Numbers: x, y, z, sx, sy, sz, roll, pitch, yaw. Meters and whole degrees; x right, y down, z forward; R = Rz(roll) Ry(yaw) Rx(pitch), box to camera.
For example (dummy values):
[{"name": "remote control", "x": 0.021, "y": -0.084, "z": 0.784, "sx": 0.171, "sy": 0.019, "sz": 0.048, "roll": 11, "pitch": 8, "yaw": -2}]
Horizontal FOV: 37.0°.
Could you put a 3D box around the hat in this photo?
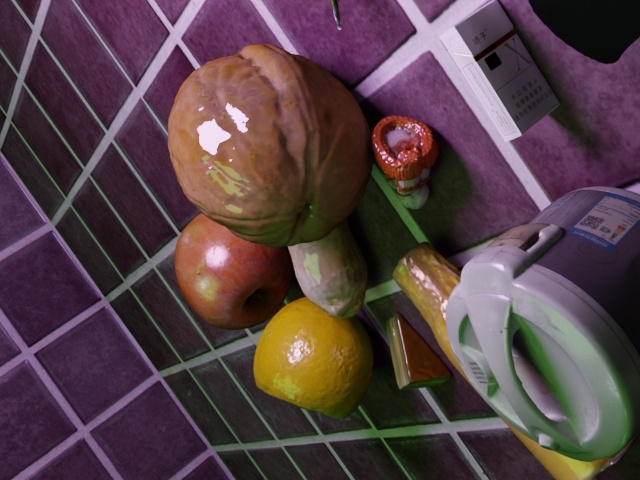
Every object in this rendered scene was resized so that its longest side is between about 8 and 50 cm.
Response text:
[{"name": "hat", "x": 0.128, "y": -0.102, "z": 1.430, "sx": 0.162, "sy": 0.094, "sz": 0.112, "roll": 83, "pitch": 168, "yaw": -53}]

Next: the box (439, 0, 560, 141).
[{"name": "box", "x": 0.219, "y": -0.207, "z": 1.165, "sx": 0.154, "sy": 0.084, "sz": 0.040, "roll": 57, "pitch": 154, "yaw": -7}]

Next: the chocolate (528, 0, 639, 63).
[{"name": "chocolate", "x": 0.303, "y": -0.255, "z": 0.988, "sx": 0.149, "sy": 0.080, "sz": 0.125, "roll": 4, "pitch": 137, "yaw": 48}]

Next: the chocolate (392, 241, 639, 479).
[{"name": "chocolate", "x": 0.291, "y": 0.173, "z": 1.455, "sx": 0.445, "sy": 0.162, "sz": 0.162, "roll": 47, "pitch": 152, "yaw": 21}]

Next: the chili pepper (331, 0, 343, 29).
[{"name": "chili pepper", "x": 0.017, "y": -0.425, "z": 1.251, "sx": 0.122, "sy": 0.065, "sz": 0.278, "roll": 43, "pitch": 147, "yaw": 27}]

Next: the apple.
[{"name": "apple", "x": -0.181, "y": 0.053, "z": 1.951, "sx": 0.253, "sy": 0.254, "sz": 0.253, "roll": 38, "pitch": 149, "yaw": 28}]

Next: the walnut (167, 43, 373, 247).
[{"name": "walnut", "x": -0.079, "y": -0.150, "z": 1.460, "sx": 0.333, "sy": 0.333, "sz": 0.332, "roll": 38, "pitch": 149, "yaw": 28}]

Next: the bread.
[{"name": "bread", "x": 0.180, "y": 0.202, "z": 1.782, "sx": 0.074, "sy": 0.084, "sz": 0.139, "roll": 120, "pitch": 142, "yaw": -61}]

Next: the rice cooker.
[{"name": "rice cooker", "x": 0.315, "y": 0.098, "z": 1.160, "sx": 0.288, "sy": 0.277, "sz": 0.288, "roll": 37, "pitch": 147, "yaw": 30}]

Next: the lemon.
[{"name": "lemon", "x": -0.006, "y": 0.221, "z": 1.880, "sx": 0.241, "sy": 0.219, "sz": 0.240, "roll": 18, "pitch": 173, "yaw": 2}]

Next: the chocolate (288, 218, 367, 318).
[{"name": "chocolate", "x": 0.000, "y": 0.000, "z": 1.710, "sx": 0.134, "sy": 0.134, "sz": 0.309, "roll": 13, "pitch": 130, "yaw": 52}]
